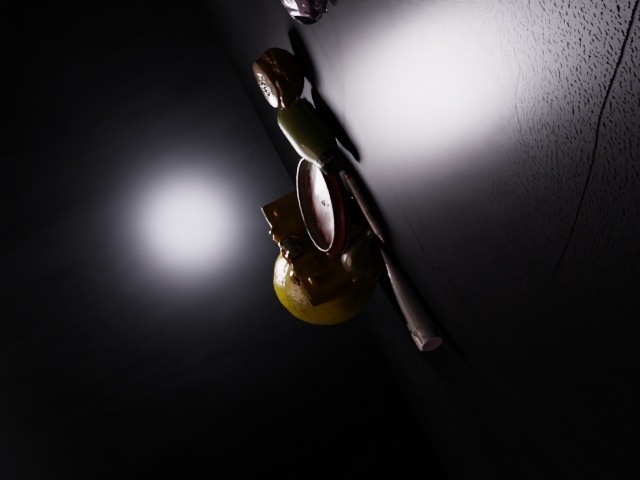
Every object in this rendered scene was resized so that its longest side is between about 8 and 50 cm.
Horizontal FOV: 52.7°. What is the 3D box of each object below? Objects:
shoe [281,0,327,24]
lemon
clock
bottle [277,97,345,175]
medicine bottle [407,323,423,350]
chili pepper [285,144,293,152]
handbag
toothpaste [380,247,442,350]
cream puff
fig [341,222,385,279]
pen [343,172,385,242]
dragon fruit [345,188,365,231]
[{"bbox_3d":[-0.030,-0.425,1.054,0.137,0.095,0.245,59,180,-16],"label":"shoe"},{"bbox_3d":[0.032,0.134,2.274,0.364,0.364,0.364,61,176,8],"label":"lemon"},{"bbox_3d":[0.017,-0.113,1.919,0.318,0.080,0.318,167,90,-72],"label":"clock"},{"bbox_3d":[-0.020,-0.274,1.736,0.260,0.112,0.112,56,173,37],"label":"bottle"},{"bbox_3d":[0.294,0.274,1.885,0.089,0.052,0.052,61,176,13],"label":"medicine bottle"},{"bbox_3d":[-0.090,-0.389,2.147,0.204,0.073,0.072,87,175,-54],"label":"chili pepper"},{"bbox_3d":[0.000,0.000,2.105,0.133,0.283,0.400,77,167,-61],"label":"handbag"},{"bbox_3d":[0.238,0.157,1.782,0.323,0.066,0.100,64,-177,39],"label":"toothpaste"},{"bbox_3d":[-0.103,-0.431,1.700,0.150,0.115,0.165,53,164,17],"label":"cream puff"},{"bbox_3d":[0.141,0.022,1.919,0.133,0.184,0.126,23,-162,10],"label":"fig"},{"bbox_3d":[0.124,-0.089,1.778,0.218,0.026,0.026,62,176,2],"label":"pen"},{"bbox_3d":[0.088,-0.081,2.009,0.131,0.063,0.097,64,176,-24],"label":"dragon fruit"}]
